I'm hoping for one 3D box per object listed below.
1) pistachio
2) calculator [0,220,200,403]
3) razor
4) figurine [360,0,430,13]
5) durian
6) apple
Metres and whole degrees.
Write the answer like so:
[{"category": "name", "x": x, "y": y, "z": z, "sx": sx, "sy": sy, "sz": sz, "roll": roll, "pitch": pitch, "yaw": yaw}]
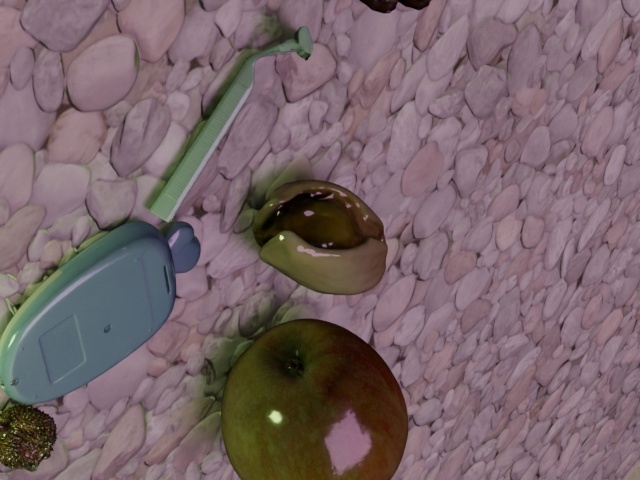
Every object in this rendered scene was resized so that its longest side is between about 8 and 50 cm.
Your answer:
[{"category": "pistachio", "x": 0.000, "y": 0.000, "z": 2.079, "sx": 0.153, "sy": 0.138, "sz": 0.238, "roll": -26, "pitch": 153, "yaw": 17}, {"category": "calculator", "x": -0.253, "y": 0.078, "z": 1.877, "sx": 0.303, "sy": 0.042, "sz": 0.188, "roll": -36, "pitch": 143, "yaw": -26}, {"category": "razor", "x": -0.110, "y": -0.140, "z": 1.875, "sx": 0.278, "sy": 0.056, "sz": 0.111, "roll": -50, "pitch": -174, "yaw": 0}, {"category": "figurine", "x": 0.141, "y": -0.449, "z": 1.862, "sx": 0.218, "sy": 0.206, "sz": 0.365, "roll": 2, "pitch": 145, "yaw": -31}, {"category": "durian", "x": -0.345, "y": 0.226, "z": 1.857, "sx": 0.080, "sy": 0.080, "sz": 0.091, "roll": -51, "pitch": 147, "yaw": -10}, {"category": "apple", "x": -0.010, "y": 0.237, "z": 2.172, "sx": 0.257, "sy": 0.257, "sz": 0.234, "roll": -42, "pitch": 144, "yaw": -24}]
